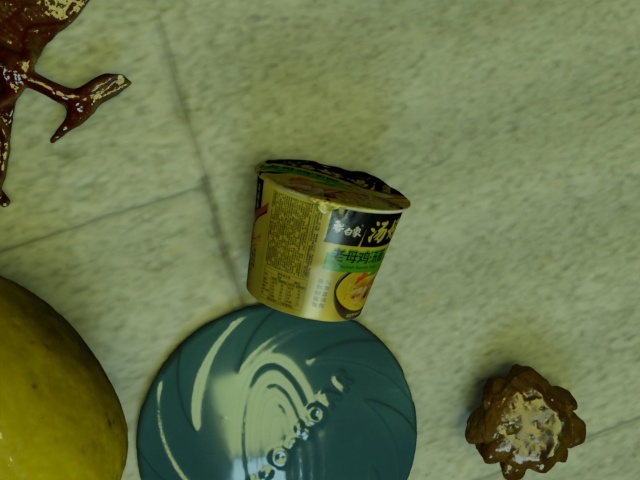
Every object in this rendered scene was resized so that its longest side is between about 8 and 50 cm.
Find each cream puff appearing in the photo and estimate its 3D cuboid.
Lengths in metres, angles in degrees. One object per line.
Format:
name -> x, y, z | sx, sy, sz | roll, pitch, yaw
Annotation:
cream puff -> 0.210, 0.185, 1.100 | 0.122, 0.094, 0.115 | -6, 96, 11

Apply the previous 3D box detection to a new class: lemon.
lemon -> -0.297, 0.160, 0.897 | 0.261, 0.260, 0.284 | -30, 122, -7

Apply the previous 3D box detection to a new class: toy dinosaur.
toy dinosaur -> -0.292, -0.145, 0.926 | 0.327, 0.113, 0.206 | -39, 104, -3

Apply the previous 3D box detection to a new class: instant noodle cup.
instant noodle cup -> 0.000, 0.000, 1.000 | 0.152, 0.151, 0.122 | 8, 106, -14

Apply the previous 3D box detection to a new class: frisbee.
frisbee -> -0.037, 0.204, 1.064 | 0.290, 0.049, 0.289 | -2, 98, -12
